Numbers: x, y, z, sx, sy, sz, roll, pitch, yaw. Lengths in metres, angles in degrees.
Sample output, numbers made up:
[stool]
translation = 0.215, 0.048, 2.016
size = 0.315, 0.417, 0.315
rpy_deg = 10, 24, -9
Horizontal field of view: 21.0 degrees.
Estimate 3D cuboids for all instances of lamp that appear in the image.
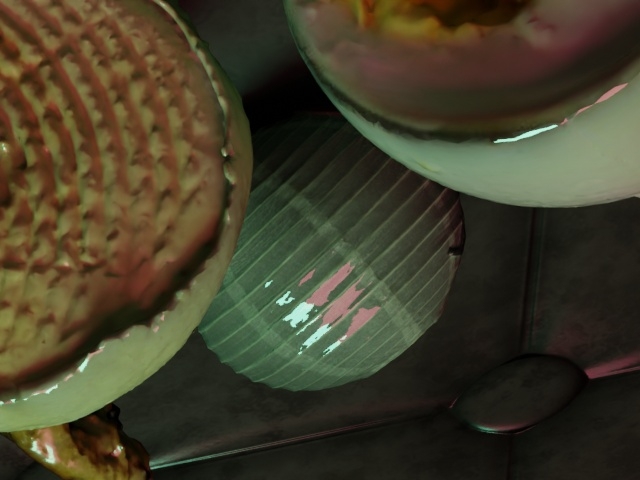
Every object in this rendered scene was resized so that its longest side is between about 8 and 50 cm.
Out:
[lamp]
translation = 0.000, 0.000, 1.466
size = 0.233, 0.233, 0.265
rpy_deg = 21, 136, -37

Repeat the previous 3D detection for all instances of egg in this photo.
[egg]
translation = 0.188, -0.183, 1.225
size = 0.354, 0.354, 0.340
rpy_deg = -32, 153, 19

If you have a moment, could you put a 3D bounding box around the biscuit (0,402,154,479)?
[biscuit]
translation = -0.273, 0.109, 1.459
size = 0.081, 0.334, 0.289
rpy_deg = -52, 140, -11

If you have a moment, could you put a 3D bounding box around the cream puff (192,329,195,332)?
[cream puff]
translation = -0.188, 0.042, 1.529
size = 0.150, 0.115, 0.165
rpy_deg = -7, 164, 11

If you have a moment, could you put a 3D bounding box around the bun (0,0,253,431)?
[bun]
translation = -0.226, -0.034, 1.258
size = 0.364, 0.364, 0.202
rpy_deg = -16, 165, -1
